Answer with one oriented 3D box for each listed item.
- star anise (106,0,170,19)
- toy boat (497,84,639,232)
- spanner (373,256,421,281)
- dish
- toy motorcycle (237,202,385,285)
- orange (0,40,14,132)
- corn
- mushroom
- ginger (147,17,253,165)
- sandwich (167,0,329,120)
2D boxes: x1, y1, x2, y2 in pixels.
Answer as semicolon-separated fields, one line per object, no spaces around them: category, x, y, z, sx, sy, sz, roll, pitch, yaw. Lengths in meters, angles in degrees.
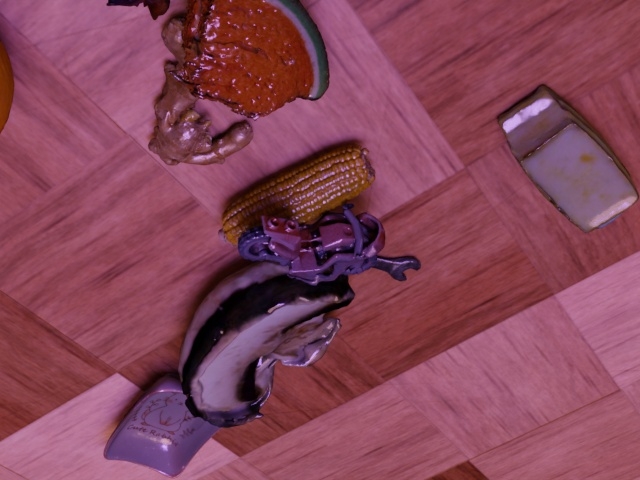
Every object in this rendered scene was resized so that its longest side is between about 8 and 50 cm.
star anise;-0.168;-0.301;0.851;0.167;0.057;0.168;-25;161;-9
toy boat;0.361;-0.094;1.112;0.111;0.084;0.276;-38;125;19
spanner;0.036;0.022;1.205;0.254;0.015;0.054;13;128;-19
dish;-0.262;0.309;1.365;0.151;0.077;0.212;26;122;-25
toy motorcycle;0.000;0.000;1.044;0.212;0.084;0.118;10;146;-34
orange;-0.444;-0.175;0.849;0.219;0.193;0.219;6;135;6
corn;-0.034;-0.058;1.087;0.238;0.080;0.080;-26;129;9
mushroom;-0.092;0.142;1.220;0.247;0.130;0.344;-3;139;-33
ginger;-0.159;-0.166;0.991;0.176;0.053;0.193;-39;126;16
sandwich;-0.077;-0.227;0.907;0.235;0.079;0.159;16;118;-50
